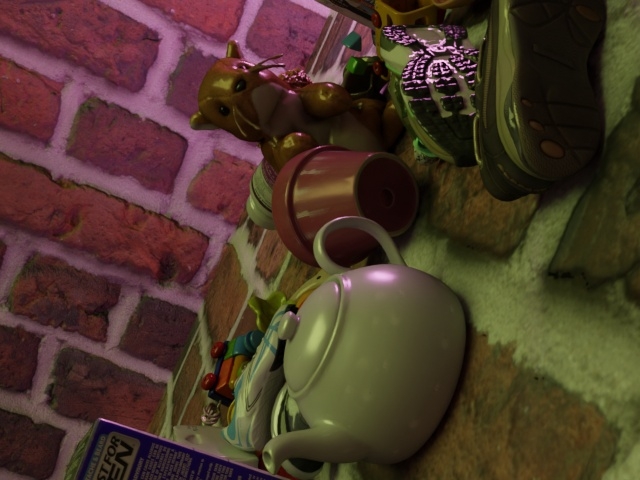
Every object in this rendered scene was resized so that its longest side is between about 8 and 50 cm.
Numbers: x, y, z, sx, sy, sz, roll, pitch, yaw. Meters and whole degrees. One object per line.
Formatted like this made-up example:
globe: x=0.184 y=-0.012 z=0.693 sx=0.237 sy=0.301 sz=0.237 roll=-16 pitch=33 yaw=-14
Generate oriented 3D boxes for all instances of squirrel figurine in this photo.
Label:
squirrel figurine: x=-0.065 y=-0.220 z=1.462 sx=0.281 sy=0.370 sz=0.397 roll=-66 pitch=13 yaw=5

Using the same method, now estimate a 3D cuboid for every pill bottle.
pill bottle: x=-0.074 y=-0.152 z=1.838 sx=0.301 sy=0.169 sz=0.169 roll=-50 pitch=21 yaw=50

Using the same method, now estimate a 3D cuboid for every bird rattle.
bird rattle: x=-0.029 y=0.144 z=1.276 sx=0.207 sy=0.143 sz=0.253 roll=-48 pitch=19 yaw=8

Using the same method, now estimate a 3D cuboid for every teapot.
teapot: x=0.039 y=0.124 z=0.883 sx=0.253 sy=0.187 sz=0.256 roll=-64 pitch=13 yaw=12

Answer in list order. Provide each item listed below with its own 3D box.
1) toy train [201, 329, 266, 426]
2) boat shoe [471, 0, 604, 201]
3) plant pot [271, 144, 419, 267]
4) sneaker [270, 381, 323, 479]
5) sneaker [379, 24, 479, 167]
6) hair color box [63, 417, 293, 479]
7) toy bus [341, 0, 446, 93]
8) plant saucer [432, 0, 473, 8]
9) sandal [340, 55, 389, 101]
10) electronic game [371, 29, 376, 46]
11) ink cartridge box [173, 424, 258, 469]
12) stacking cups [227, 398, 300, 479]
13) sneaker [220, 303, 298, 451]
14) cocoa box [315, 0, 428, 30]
toy train: x=-0.193 y=0.323 z=1.686 sx=0.143 sy=0.105 sz=0.248 roll=-37 pitch=30 yaw=40
boat shoe: x=0.221 y=-0.198 z=0.830 sx=0.130 sy=0.132 sz=0.355 roll=-47 pitch=22 yaw=54
plant pot: x=0.051 y=-0.061 z=1.180 sx=0.180 sy=0.201 sz=0.201 roll=-10 pitch=56 yaw=56
sneaker: x=0.012 y=0.192 z=1.054 sx=0.153 sy=0.101 sz=0.269 roll=-51 pitch=19 yaw=53
sneaker: x=0.178 y=-0.178 z=1.065 sx=0.410 sy=0.158 sz=0.182 roll=-93 pitch=-2 yaw=-58
hair color box: x=-0.132 y=0.323 z=0.883 sx=0.185 sy=0.338 sz=0.110 roll=-45 pitch=25 yaw=58
toy bus: x=0.162 y=-0.355 z=1.370 sx=0.191 sy=0.202 sz=0.104 roll=-56 pitch=46 yaw=16
plant saucer: x=0.265 y=-0.464 z=1.238 sx=0.200 sy=0.037 sz=0.200 roll=-45 pitch=25 yaw=28
sandal: x=0.091 y=-0.314 z=1.638 sx=0.303 sy=0.120 sz=0.086 roll=134 pitch=127 yaw=-61
electronic game: x=0.185 y=-0.564 z=1.765 sx=0.229 sy=0.048 sz=0.229 roll=-58 pitch=17 yaw=30
ink cartridge box: x=-0.171 y=0.445 z=1.141 sx=0.207 sy=0.117 sz=0.283 roll=179 pitch=95 yaw=-76
stacking cups: x=-0.081 y=0.341 z=1.248 sx=0.096 sy=0.096 sz=0.316 roll=-67 pitch=18 yaw=-2
sneaker: x=-0.087 y=0.200 z=1.134 sx=0.085 sy=0.086 sz=0.237 roll=56 pitch=-136 yaw=-49
cocoa box: x=0.170 y=-0.622 z=1.519 sx=0.347 sy=0.231 sz=0.228 roll=-67 pitch=14 yaw=0
